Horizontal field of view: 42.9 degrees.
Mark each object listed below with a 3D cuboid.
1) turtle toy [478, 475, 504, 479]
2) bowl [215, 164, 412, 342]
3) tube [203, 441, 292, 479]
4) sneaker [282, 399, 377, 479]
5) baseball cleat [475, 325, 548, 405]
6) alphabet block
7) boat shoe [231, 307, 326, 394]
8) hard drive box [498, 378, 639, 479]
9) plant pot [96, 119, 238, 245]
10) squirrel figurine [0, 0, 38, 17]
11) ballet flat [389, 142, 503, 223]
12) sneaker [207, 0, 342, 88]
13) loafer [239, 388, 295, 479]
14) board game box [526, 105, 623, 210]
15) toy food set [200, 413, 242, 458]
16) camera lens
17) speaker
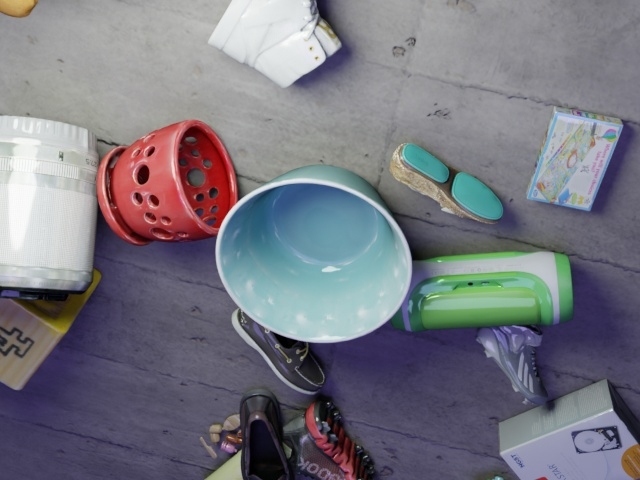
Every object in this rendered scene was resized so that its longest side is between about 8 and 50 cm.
[{"bbox_3d":[0.341,0.526,1.667,0.130,0.066,0.095,-20,117,21],"label":"turtle toy"},{"bbox_3d":[0.000,0.000,1.340,0.312,0.163,0.311,5,122,8],"label":"bowl"},{"bbox_3d":[-0.168,0.489,1.742,0.240,0.062,0.070,-40,149,20],"label":"tube"},{"bbox_3d":[0.016,0.448,1.658,0.135,0.097,0.276,-22,113,22],"label":"sneaker"},{"bbox_3d":[0.371,0.214,1.464,0.109,0.072,0.206,-36,113,20],"label":"baseball cleat"},{"bbox_3d":[-0.555,0.119,1.499,0.193,0.192,0.197,35,120,-14],"label":"alphabet block"},{"bbox_3d":[-0.065,0.200,1.525,0.069,0.081,0.228,-36,107,31],"label":"boat shoe"},{"bbox_3d":[0.485,0.390,1.543,0.232,0.089,0.181,-31,111,26],"label":"hard drive box"},{"bbox_3d":[-0.252,-0.084,1.317,0.174,0.191,0.191,-13,119,20],"label":"plant pot"},{"bbox_3d":[-0.407,-0.490,1.049,0.371,0.281,0.396,2,125,2],"label":"squirrel figurine"},{"bbox_3d":[0.200,-0.086,1.319,0.206,0.073,0.067,34,149,-9],"label":"ballet flat"},{"bbox_3d":[-0.022,-0.350,1.166,0.169,0.108,0.292,32,131,-12],"label":"sneaker"},{"bbox_3d":[-0.114,0.453,1.652,0.109,0.095,0.302,-8,109,0],"label":"loafer"},{"bbox_3d":[0.394,-0.126,1.272,0.104,0.026,0.154,12,123,2],"label":"board game box"},{"bbox_3d":[-0.189,0.409,1.711,0.122,0.019,0.078,-30,99,17],"label":"toy food set"},{"bbox_3d":[-0.469,-0.043,1.303,0.220,0.219,0.274,2,85,9],"label":"camera lens"},{"bbox_3d":[0.266,0.087,1.370,0.297,0.131,0.131,-4,121,13],"label":"speaker"}]
